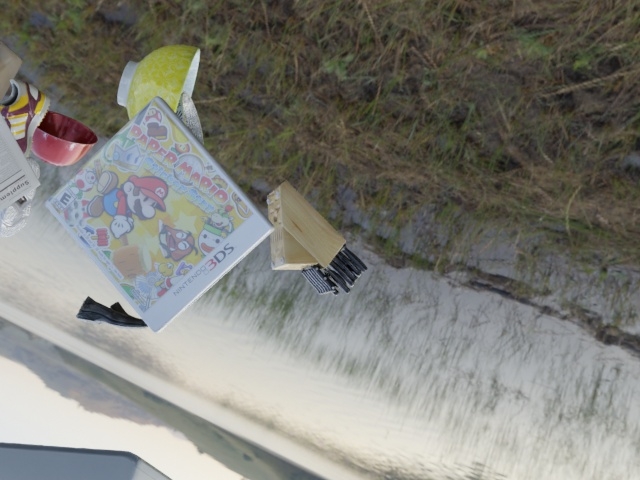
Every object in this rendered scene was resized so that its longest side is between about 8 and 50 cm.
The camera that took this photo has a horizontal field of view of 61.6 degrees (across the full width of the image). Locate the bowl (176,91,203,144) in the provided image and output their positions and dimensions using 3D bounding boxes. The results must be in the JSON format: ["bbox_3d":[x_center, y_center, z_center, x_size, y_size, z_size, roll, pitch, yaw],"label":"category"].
[{"bbox_3d":[-0.371,-0.298,1.410,0.080,0.170,0.170,-10,152,2],"label":"bowl"}]

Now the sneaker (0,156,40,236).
[{"bbox_3d":[-1.012,-0.151,1.730,0.153,0.268,0.101,16,178,20],"label":"sneaker"}]

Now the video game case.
[{"bbox_3d":[-0.207,-0.032,0.688,0.227,0.206,0.026,49,-175,3],"label":"video game case"}]

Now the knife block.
[{"bbox_3d":[0.000,0.000,1.327,0.242,0.276,0.088,0,169,-27],"label":"knife block"}]

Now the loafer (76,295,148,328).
[{"bbox_3d":[-0.502,0.178,1.308,0.170,0.061,0.062,13,160,-7],"label":"loafer"}]

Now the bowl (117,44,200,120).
[{"bbox_3d":[-0.425,-0.379,1.381,0.156,0.289,0.289,17,160,-12],"label":"bowl"}]

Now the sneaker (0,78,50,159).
[{"bbox_3d":[-0.612,-0.225,1.058,0.069,0.185,0.084,12,170,32],"label":"sneaker"}]

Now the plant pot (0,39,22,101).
[{"bbox_3d":[-1.007,-0.474,1.484,0.323,0.280,0.323,40,173,6],"label":"plant pot"}]

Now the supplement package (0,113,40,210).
[{"bbox_3d":[-0.516,-0.147,0.706,0.134,0.139,0.244,17,137,26],"label":"supplement package"}]

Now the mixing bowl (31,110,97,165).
[{"bbox_3d":[-0.707,-0.264,1.441,0.181,0.098,0.181,28,-160,-11],"label":"mixing bowl"}]

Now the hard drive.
[{"bbox_3d":[-0.239,0.320,0.631,0.233,0.047,0.353,-2,142,14],"label":"hard drive"}]
